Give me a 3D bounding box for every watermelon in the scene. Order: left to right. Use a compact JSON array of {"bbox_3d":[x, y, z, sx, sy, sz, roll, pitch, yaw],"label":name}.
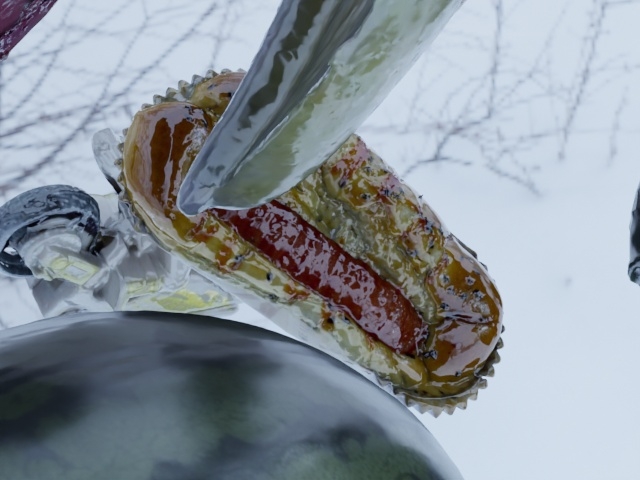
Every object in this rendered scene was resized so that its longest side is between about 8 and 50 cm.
[{"bbox_3d":[-0.076,0.165,0.476,0.359,0.278,0.279,-13,23,-40],"label":"watermelon"}]

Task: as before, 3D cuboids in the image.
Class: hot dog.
[{"bbox_3d":[0.000,0.000,0.728,0.131,0.253,0.069,-52,4,-20],"label":"hot dog"}]

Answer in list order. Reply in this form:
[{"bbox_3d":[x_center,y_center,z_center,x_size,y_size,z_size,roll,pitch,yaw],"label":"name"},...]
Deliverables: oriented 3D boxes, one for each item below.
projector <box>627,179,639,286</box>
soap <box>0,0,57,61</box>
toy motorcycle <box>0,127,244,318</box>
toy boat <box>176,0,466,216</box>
[{"bbox_3d":[0.408,-0.073,0.620,0.405,0.395,0.242,-62,22,-14],"label":"projector"},{"bbox_3d":[-0.220,-0.104,0.435,0.289,0.182,0.112,-17,-4,-19],"label":"soap"},{"bbox_3d":[-0.134,0.006,1.093,0.223,0.341,0.107,-33,63,6],"label":"toy motorcycle"},{"bbox_3d":[0.058,-0.176,0.508,0.111,0.276,0.293,25,44,-19],"label":"toy boat"}]
